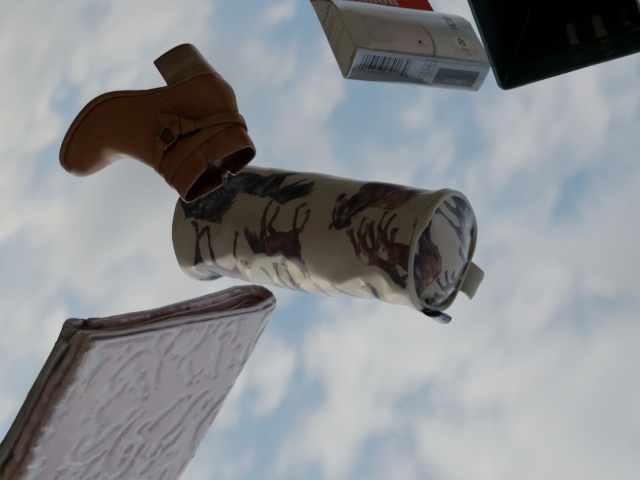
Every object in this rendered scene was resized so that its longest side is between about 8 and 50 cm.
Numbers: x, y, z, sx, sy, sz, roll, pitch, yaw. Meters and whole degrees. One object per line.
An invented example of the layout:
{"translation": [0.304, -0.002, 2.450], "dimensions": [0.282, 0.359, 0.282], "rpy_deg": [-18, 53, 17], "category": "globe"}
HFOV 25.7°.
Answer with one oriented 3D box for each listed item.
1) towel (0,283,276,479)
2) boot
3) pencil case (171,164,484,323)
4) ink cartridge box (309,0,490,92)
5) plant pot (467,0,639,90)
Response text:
{"translation": [-0.206, 0.194, 1.381], "dimensions": [0.053, 0.317, 0.332], "rpy_deg": [40, -69, 23], "category": "towel"}
{"translation": [-0.166, -0.091, 1.410], "dimensions": [0.197, 0.073, 0.152], "rpy_deg": [-39, -120, 13], "category": "boot"}
{"translation": [0.000, 0.000, 1.803], "dimensions": [0.410, 0.183, 0.160], "rpy_deg": [8, -127, 34], "category": "pencil case"}
{"translation": [0.086, -0.281, 1.735], "dimensions": [0.066, 0.189, 0.232], "rpy_deg": [118, -35, -43], "category": "ink cartridge box"}
{"translation": [0.258, -0.298, 1.520], "dimensions": [0.166, 0.165, 0.234], "rpy_deg": [-15, -157, 20], "category": "plant pot"}
